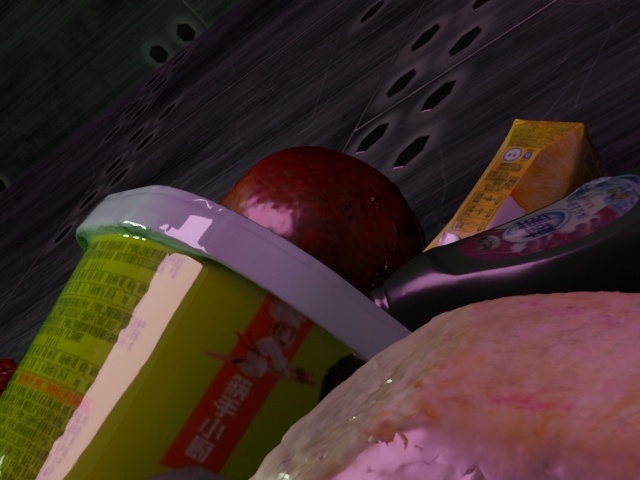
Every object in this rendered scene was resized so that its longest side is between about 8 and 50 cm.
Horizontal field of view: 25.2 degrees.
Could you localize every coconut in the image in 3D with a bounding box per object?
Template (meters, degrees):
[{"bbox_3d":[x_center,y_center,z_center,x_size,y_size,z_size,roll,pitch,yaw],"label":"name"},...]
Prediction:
[{"bbox_3d":[0.094,0.136,0.481,0.259,0.259,0.259,-40,17,15],"label":"coconut"}]

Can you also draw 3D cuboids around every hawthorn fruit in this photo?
[{"bbox_3d":[0.000,0.000,1.086,0.181,0.181,0.235,-34,24,32],"label":"hawthorn fruit"}]

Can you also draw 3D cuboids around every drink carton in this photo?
[{"bbox_3d":[0.118,0.011,0.952,0.074,0.084,0.200,12,54,43],"label":"drink carton"}]

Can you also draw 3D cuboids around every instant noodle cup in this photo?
[{"bbox_3d":[-0.089,0.169,0.792,0.308,0.294,0.294,-57,19,-16],"label":"instant noodle cup"}]

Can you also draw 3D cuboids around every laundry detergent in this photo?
[{"bbox_3d":[0.117,0.018,0.840,0.211,0.063,0.137,-20,17,6],"label":"laundry detergent"}]

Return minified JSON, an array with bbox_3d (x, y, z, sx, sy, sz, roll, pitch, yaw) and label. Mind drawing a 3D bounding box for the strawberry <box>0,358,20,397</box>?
[{"bbox_3d":[-0.329,0.170,1.343,0.306,0.233,0.138,-66,-1,-54],"label":"strawberry"}]
